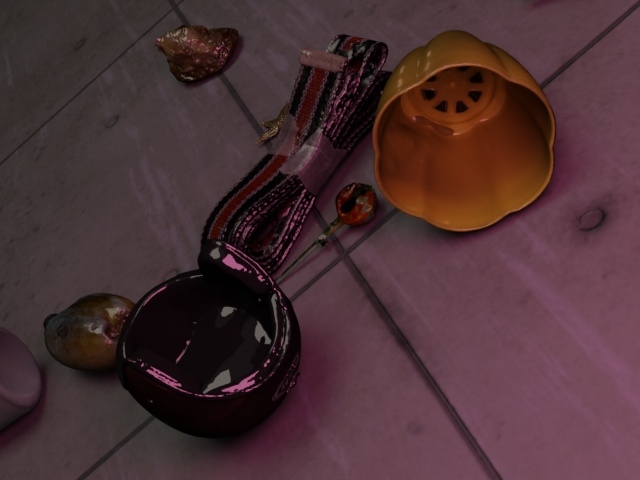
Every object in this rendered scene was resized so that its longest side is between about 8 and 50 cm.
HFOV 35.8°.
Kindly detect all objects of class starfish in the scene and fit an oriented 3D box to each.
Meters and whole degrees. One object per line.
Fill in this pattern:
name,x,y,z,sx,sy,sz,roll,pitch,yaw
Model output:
starfish,-0.059,-0.172,1.457,0.092,0.016,0.086,19,70,49

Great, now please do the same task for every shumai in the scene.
shumai,-0.208,-0.340,1.715,0.139,0.105,0.123,10,54,19

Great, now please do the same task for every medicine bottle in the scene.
medicine bottle,-0.515,0.230,1.391,0.225,0.139,0.139,-35,37,14

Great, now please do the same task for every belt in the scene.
belt,-0.027,-0.105,1.278,0.094,0.126,0.359,23,78,42

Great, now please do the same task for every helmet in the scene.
helmet,-0.120,0.115,1.071,0.216,0.193,0.189,11,58,37

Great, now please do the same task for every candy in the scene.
candy,0.000,0.000,1.212,0.184,0.049,0.055,-44,27,14

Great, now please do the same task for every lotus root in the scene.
lotus root,-0.316,0.124,1.348,0.192,0.088,0.113,-3,36,44

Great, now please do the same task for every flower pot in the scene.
flower pot,0.153,-0.136,1.083,0.195,0.195,0.179,-29,26,21
